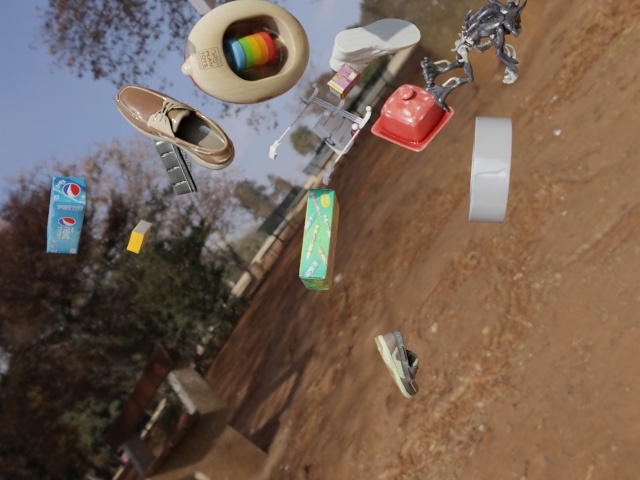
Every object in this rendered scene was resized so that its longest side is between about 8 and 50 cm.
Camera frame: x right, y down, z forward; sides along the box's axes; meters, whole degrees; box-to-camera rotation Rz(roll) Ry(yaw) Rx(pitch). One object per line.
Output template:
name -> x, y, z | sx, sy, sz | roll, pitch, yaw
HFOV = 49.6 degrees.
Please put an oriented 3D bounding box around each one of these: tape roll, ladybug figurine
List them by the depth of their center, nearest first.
tape roll -> 0.350, -0.146, 1.434 | 0.219, 0.072, 0.219 | 4, -90, -79
ladybug figurine -> -0.237, -0.564, 2.109 | 0.449, 0.305, 0.162 | -22, 12, -36

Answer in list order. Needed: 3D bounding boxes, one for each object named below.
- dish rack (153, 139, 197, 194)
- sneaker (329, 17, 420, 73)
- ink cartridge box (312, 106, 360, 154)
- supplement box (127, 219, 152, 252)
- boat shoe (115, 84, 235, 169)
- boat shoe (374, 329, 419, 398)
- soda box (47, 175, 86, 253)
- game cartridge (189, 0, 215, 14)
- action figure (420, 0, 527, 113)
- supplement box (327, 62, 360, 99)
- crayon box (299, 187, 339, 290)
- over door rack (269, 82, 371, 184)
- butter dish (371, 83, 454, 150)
dish rack -> -0.461, -0.275, 2.175 | 0.074, 0.208, 0.271 | -19, 30, -2
sneaker -> 0.169, -0.628, 2.263 | 0.292, 0.108, 0.169 | -12, -13, -14
ink cartridge box -> 0.058, -0.411, 2.590 | 0.109, 0.150, 0.063 | -57, 20, -22
supplement box -> -0.528, -0.012, 2.023 | 0.098, 0.036, 0.062 | -85, 16, -69
boat shoe -> -0.352, -0.295, 1.697 | 0.123, 0.324, 0.116 | -63, 2, -15
boat shoe -> 0.196, 0.291, 1.620 | 0.073, 0.223, 0.080 | -26, 38, 8
soda box -> -0.560, -0.052, 1.520 | 0.210, 0.067, 0.071 | 126, 139, -51
game cartridge -> -0.377, -0.832, 2.075 | 0.198, 0.062, 0.297 | 52, -149, -57
action figure -> 0.345, -0.409, 1.478 | 0.275, 0.141, 0.164 | -40, 46, 26
supplement box -> 0.067, -0.454, 1.978 | 0.083, 0.055, 0.043 | -48, -16, -8
crayon box -> 0.000, 0.000, 2.114 | 0.165, 0.081, 0.278 | 68, -153, -72
over door rack -> 0.003, -0.383, 2.398 | 0.324, 0.239, 0.108 | -58, -14, -18
butter dish -> 0.216, -0.320, 1.677 | 0.160, 0.160, 0.118 | -49, -34, -18
